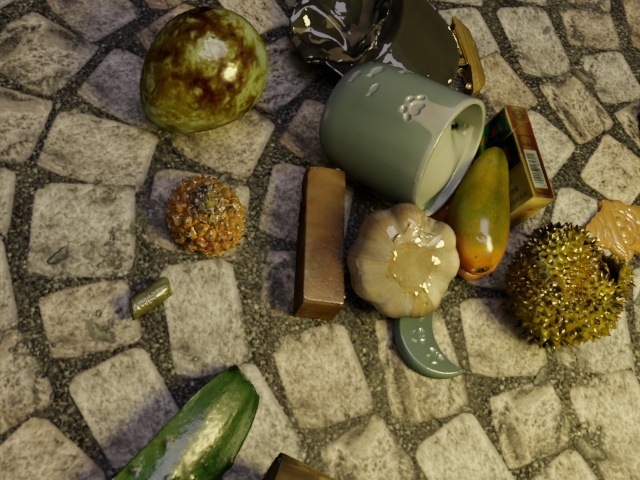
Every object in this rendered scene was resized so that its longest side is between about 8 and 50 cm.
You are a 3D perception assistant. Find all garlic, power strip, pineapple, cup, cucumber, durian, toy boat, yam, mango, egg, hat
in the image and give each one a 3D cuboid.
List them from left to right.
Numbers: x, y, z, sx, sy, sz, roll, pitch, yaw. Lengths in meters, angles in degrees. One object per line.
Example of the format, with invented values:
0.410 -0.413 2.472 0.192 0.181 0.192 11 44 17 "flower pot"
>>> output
-0.321 0.107 1.288 0.094 0.043 0.043 -34 78 -26 "yam"
-0.213 0.349 1.173 0.145 0.105 0.325 40 59 6 "cucumber"
-0.245 -0.346 1.418 0.289 0.238 0.238 -38 79 -13 "egg"
-0.220 -0.066 1.345 0.162 0.137 0.176 -31 77 -26 "pineapple"
0.128 -0.481 1.655 0.366 0.257 0.381 -46 121 -5 "hat"
0.158 0.040 1.351 0.228 0.152 0.227 0 94 2 "garlic"
0.190 -0.247 1.468 0.275 0.259 0.357 31 44 24 "cup"
0.214 0.178 1.403 0.137 0.044 0.215 -2 66 -16 "power strip"
0.352 -0.458 1.736 0.088 0.068 0.225 -7 70 -13 "toy boat"
0.337 -0.059 1.443 0.129 0.146 0.289 0 48 28 "mango"
0.510 0.092 1.430 0.258 0.258 0.293 40 52 5 "durian"

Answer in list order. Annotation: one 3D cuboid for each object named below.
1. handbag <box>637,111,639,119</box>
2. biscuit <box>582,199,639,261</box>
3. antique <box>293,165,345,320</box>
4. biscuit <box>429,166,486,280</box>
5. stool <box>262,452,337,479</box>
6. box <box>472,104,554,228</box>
0.948 -0.254 1.797 0.216 0.074 0.203 8 63 -12 "handbag"
0.734 -0.032 1.658 0.250 0.035 0.162 -15 74 -23 "biscuit"
0.000 0.000 1.399 0.088 0.093 0.309 7 64 -12 "antique"
0.288 -0.059 1.534 0.206 0.049 0.323 7 64 -13 "biscuit"
0.010 0.486 1.123 0.264 0.179 0.179 27 61 -1 "stool"
0.428 -0.164 1.563 0.071 0.159 0.240 1 64 -23 "box"
